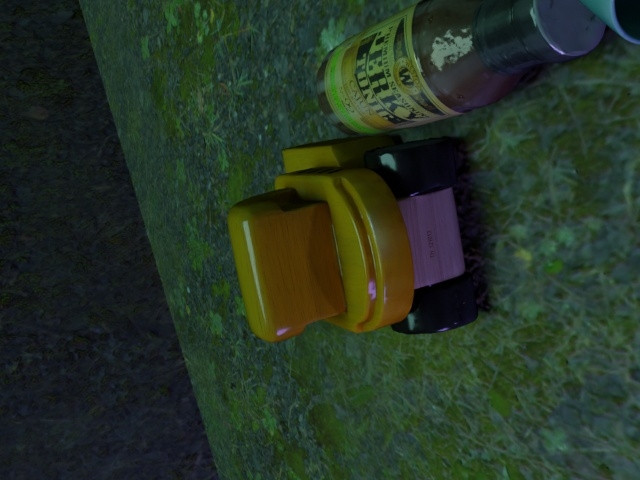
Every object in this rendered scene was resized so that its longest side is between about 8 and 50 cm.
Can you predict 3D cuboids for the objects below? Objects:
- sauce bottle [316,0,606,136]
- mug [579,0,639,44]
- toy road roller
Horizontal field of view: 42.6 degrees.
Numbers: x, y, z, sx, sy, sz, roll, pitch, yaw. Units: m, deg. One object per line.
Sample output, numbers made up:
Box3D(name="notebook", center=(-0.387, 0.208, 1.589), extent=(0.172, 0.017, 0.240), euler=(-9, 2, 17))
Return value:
Box3D(name="sauce bottle", center=(0.108, -0.166, 0.740), extent=(0.344, 0.111, 0.111), euler=(-5, 99, 66))
Box3D(name="mug", center=(0.197, -0.191, 0.505), extent=(0.097, 0.129, 0.158), euler=(59, 151, 35))
Box3D(name="toy road roller", center=(0.000, 0.000, 0.908), extent=(0.329, 0.240, 0.203), euler=(10, 112, 64))
